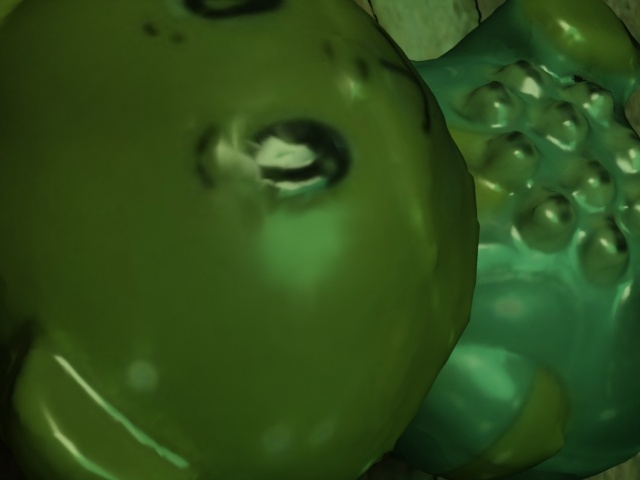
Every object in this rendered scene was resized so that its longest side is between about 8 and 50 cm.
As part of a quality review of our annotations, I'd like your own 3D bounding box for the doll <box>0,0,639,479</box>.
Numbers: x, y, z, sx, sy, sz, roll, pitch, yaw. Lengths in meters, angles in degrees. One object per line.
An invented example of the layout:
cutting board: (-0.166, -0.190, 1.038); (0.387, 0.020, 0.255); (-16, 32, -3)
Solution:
doll: (0.000, 0.000, 0.488); (0.261, 0.161, 0.177); (5, 56, -44)
